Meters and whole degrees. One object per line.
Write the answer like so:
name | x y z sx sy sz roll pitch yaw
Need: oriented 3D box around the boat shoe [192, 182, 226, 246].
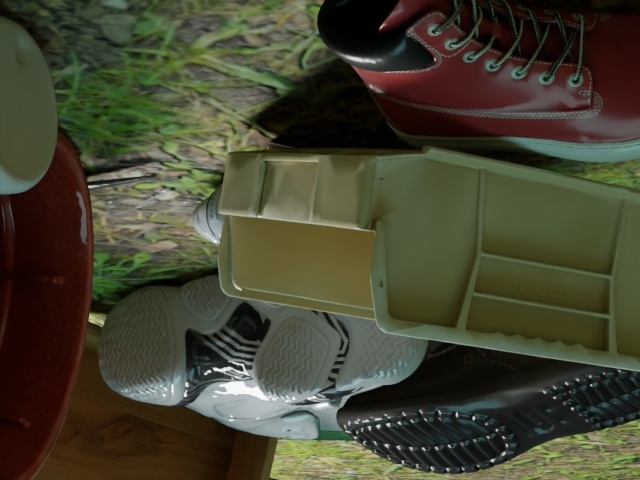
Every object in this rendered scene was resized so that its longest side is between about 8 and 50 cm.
boat shoe | 0.000 0.000 1.342 0.226 0.083 0.076 24 164 -25

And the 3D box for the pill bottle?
pill bottle | -0.289 -0.078 1.050 0.208 0.118 0.117 -6 160 19

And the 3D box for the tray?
tray | -0.225 0.204 1.650 0.076 0.203 0.411 -6 155 46

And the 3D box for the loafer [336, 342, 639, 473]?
loafer | 0.183 0.136 1.600 0.365 0.130 0.134 -16 137 31

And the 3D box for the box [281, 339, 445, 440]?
box | 0.066 0.175 1.857 0.232 0.059 0.322 2 160 -2

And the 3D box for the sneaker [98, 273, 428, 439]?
sneaker | -0.021 0.109 1.557 0.365 0.137 0.210 -6 161 35

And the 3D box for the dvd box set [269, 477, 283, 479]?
dvd box set | -0.265 0.318 1.970 0.420 0.062 0.307 5 -174 36

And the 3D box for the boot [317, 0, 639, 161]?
boot | 0.129 -0.117 0.967 0.244 0.088 0.176 -3 159 22

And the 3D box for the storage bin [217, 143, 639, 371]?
storage bin | 0.088 0.008 1.147 0.260 0.123 0.262 10 179 -25

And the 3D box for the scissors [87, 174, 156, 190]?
scissors | -0.267 -0.032 1.338 0.297 0.021 0.109 -3 158 10

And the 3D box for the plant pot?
plant pot | -0.339 0.040 1.205 0.265 0.272 0.272 7 162 10
